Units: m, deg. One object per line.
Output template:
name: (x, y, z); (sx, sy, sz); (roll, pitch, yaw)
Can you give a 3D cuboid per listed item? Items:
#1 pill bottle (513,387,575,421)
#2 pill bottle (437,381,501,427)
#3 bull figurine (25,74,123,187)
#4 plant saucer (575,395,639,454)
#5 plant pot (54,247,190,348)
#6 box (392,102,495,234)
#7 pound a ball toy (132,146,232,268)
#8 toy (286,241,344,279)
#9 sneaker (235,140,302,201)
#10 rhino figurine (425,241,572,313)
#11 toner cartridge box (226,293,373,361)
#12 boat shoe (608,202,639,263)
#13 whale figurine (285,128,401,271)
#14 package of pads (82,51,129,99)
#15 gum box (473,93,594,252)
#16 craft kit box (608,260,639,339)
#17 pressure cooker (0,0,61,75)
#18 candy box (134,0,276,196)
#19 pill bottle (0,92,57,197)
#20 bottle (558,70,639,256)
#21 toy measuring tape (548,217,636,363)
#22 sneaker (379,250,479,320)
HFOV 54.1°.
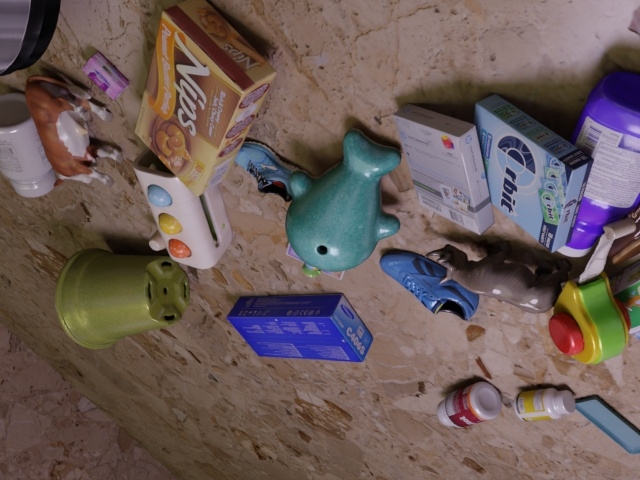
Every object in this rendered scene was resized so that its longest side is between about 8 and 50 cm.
pill bottle: (0.479, 0.350, 1.340); (0.065, 0.065, 0.116); (44, 142, -17)
pill bottle: (0.342, 0.388, 1.463); (0.086, 0.086, 0.152); (36, 144, -7)
bull figurine: (-0.536, -0.215, 1.365); (0.188, 0.101, 0.310); (15, 143, 15)
plant saucer: (0.622, 0.391, 1.329); (0.192, 0.018, 0.067); (38, 143, -11)
plant pot: (-0.496, 0.143, 1.648); (0.254, 0.276, 0.276); (-7, 131, 26)
box: (0.192, -0.111, 0.975); (0.145, 0.038, 0.186); (34, 156, 48)
pound a ball toy: (-0.329, -0.060, 1.369); (0.208, 0.135, 0.319); (15, 140, 20)
toy: (0.000, 0.000, 1.275); (0.137, 0.056, 0.237); (25, 143, 6)
sneaker: (-0.104, -0.128, 1.182); (0.162, 0.073, 0.063); (30, 144, 9)
rhino figurine: (0.299, 0.056, 1.088); (0.243, 0.106, 0.073); (16, 141, 19)
toner cartridge box: (-0.057, 0.216, 1.551); (0.348, 0.075, 0.165); (-5, 132, 39)
boat shoe: (0.476, -0.043, 0.889); (0.073, 0.073, 0.207); (62, 148, 23)
whale figurine: (0.038, -0.056, 1.096); (0.216, 0.141, 0.272); (28, 129, -2)
package of pads: (-0.415, -0.317, 1.215); (0.083, 0.032, 0.050); (45, 140, -18)
gum box: (0.289, -0.096, 0.893); (0.184, 0.041, 0.157); (49, 158, 38)
craft kit box: (0.608, 0.105, 0.975); (0.250, 0.061, 0.246); (32, 141, -2)
pressure cooker: (-0.598, -0.419, 0.929); (0.370, 0.420, 0.375); (42, 125, 19)
candy box: (-0.212, -0.236, 1.092); (0.183, 0.087, 0.316); (45, 143, 4)
pill bottle: (-0.686, -0.212, 1.444); (0.131, 0.131, 0.229); (23, 143, 11)
bottle: (0.389, -0.089, 0.865); (0.118, 0.092, 0.283); (26, 144, 20)
toy measuring tape: (0.424, 0.102, 0.942); (0.121, 0.121, 0.330); (19, 149, 16)
sneaker: (0.204, 0.089, 1.216); (0.209, 0.082, 0.069); (24, 145, 12)
